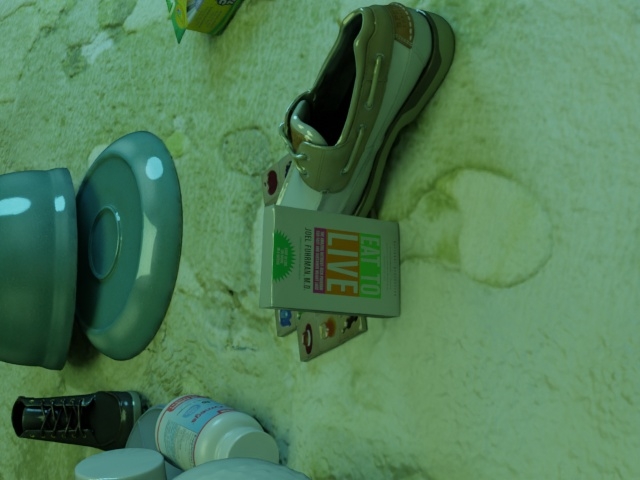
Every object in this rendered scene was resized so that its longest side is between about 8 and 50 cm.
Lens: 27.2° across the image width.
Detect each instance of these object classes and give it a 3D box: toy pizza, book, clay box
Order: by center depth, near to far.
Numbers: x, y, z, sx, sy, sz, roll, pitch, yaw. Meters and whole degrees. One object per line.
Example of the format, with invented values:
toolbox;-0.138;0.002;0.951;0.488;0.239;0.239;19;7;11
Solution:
book;0.009;0.022;1.266;0.035;0.144;0.096;-9;77;56
clay box;-0.123;-0.353;1.624;0.222;0.053;0.127;-50;45;42
toy pizza;-0.192;0.302;1.628;0.201;0.032;0.201;-17;69;54

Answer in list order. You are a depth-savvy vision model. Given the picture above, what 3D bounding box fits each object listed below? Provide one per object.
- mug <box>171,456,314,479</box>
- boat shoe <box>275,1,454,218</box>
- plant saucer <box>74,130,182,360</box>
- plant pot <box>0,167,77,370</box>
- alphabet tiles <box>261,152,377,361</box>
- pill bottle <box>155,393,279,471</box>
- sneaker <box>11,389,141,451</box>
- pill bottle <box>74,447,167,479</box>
mug;-0.063;0.400;1.195;0.328;0.276;0.374;56;132;54
boat shoe;0.011;-0.104;1.311;0.302;0.103;0.113;-62;40;24
plant saucer;-0.280;0.005;1.810;0.317;0.043;0.318;-15;72;54
plant pot;-0.463;0.038;1.881;0.293;0.196;0.293;-178;90;-71
alphabet tiles;0.000;0.000;1.411;0.198;0.009;0.237;-32;58;50
pill bottle;-0.114;0.227;1.470;0.160;0.087;0.087;9;92;57
sneaker;-0.327;0.243;1.765;0.222;0.118;0.083;-18;69;55
pill bottle;-0.216;0.368;1.501;0.136;0.136;0.246;12;109;57
